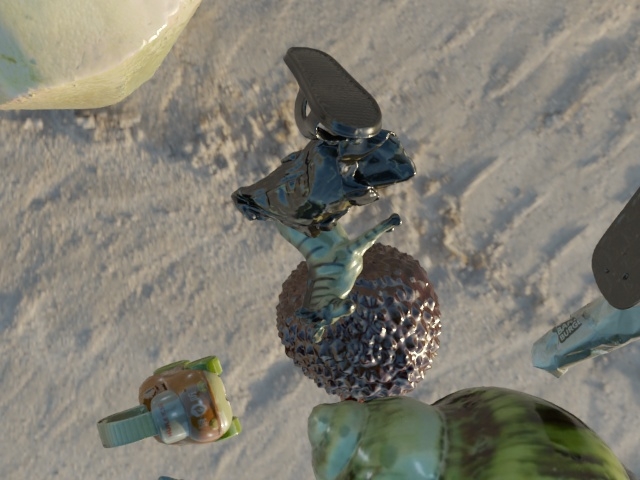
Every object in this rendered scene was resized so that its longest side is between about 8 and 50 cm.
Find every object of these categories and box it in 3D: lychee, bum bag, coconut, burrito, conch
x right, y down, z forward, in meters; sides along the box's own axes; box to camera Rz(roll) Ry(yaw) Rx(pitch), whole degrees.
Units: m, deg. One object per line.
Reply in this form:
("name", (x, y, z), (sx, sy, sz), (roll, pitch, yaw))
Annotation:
("lychee", (0.056, 0.116, 1.615), (0.264, 0.264, 0.300), (-25, 96, 0))
("bum bag", (0.002, -0.060, 1.095), (0.102, 0.069, 0.248), (16, 156, -30))
("coconut", (-0.115, -0.121, 0.412), (0.147, 0.147, 0.153), (-27, 130, 1))
("burrito", (0.286, 0.082, 1.010), (0.064, 0.064, 0.203), (20, 144, -25))
("conch", (0.084, 0.148, 0.584), (0.181, 0.187, 0.124), (1, 89, -8))

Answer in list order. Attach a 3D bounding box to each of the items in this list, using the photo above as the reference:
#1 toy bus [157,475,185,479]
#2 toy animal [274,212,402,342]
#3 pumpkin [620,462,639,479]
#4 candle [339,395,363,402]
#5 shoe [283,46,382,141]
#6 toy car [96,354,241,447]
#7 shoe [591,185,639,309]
("toy bus", (-0.180, 0.521, 1.421), (0.199, 0.344, 0.183), (28, 121, -36))
("toy animal", (0.001, 0.003, 1.255), (0.176, 0.217, 0.073), (-36, 153, -14))
("pumpkin", (0.215, 0.418, 1.151), (0.454, 0.454, 0.344), (-11, 133, -9))
("candle", (0.046, 0.262, 1.682), (0.048, 0.162, 0.053), (12, 95, -1))
("shoe", (0.004, -0.113, 0.871), (0.062, 0.159, 0.053), (4, 125, -25))
("toy car", (-0.276, 0.305, 1.780), (0.235, 0.235, 0.145), (-18, 91, -4))
("shoe", (0.241, -0.013, 0.671), (0.049, 0.071, 0.179), (-15, 157, -21))
